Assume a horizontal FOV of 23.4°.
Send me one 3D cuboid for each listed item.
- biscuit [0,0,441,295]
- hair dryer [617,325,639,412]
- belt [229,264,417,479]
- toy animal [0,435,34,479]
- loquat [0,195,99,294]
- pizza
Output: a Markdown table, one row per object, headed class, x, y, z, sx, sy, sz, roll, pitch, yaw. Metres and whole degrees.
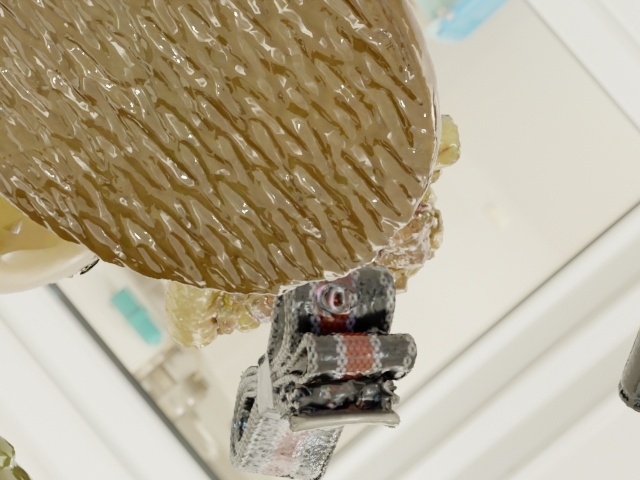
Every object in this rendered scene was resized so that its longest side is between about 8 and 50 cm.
| class | x | y | z | sx | sy | sz | roll | pitch | yaw |
| --- | --- | --- | --- | --- | --- | --- | --- | --- | --- |
| biscuit | -0.071 | -0.076 | 0.659 | 0.262 | 0.262 | 0.037 | -45 | -163 | 47 |
| hair dryer | 0.376 | 0.116 | 1.379 | 0.089 | 0.251 | 0.197 | 1 | 120 | -24 |
| belt | -0.010 | 0.120 | 1.261 | 0.094 | 0.126 | 0.359 | -1 | 161 | -13 |
| toy animal | -0.206 | 0.275 | 0.898 | 0.180 | 0.363 | 0.181 | -30 | -145 | -23 |
| loquat | -0.198 | -0.081 | 0.934 | 0.235 | 0.235 | 0.235 | -40 | 176 | -3 |
| pizza | 0.000 | 0.000 | 1.604 | 0.409 | 0.114 | 0.278 | -30 | 150 | 25 |
